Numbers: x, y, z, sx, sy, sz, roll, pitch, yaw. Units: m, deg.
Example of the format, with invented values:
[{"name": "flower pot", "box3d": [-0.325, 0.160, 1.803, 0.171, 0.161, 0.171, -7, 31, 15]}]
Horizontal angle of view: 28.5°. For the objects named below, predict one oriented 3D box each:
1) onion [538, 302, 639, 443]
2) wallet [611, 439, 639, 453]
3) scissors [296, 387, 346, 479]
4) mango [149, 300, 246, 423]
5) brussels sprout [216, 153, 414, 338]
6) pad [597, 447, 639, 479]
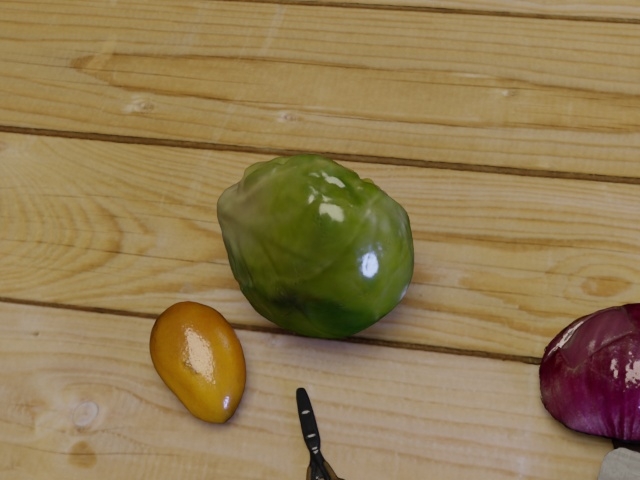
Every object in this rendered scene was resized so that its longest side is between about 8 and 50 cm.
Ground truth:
[{"name": "onion", "box3d": [0.458, 0.178, 1.947, 0.248, 0.111, 0.250, 9, 53, 24]}, {"name": "wallet", "box3d": [0.539, 0.332, 1.899, 0.182, 0.049, 0.229, -13, 56, 6]}, {"name": "scissors", "box3d": [-0.010, 0.331, 2.010, 0.088, 0.017, 0.220, -17, 57, 3]}, {"name": "mango", "box3d": [-0.196, 0.201, 2.073, 0.145, 0.112, 0.219, -25, 69, -7]}, {"name": "brussels sprout", "box3d": [0.000, 0.000, 2.055, 0.344, 0.344, 0.268, 38, 34, 27]}, {"name": "pad", "box3d": [0.482, 0.471, 1.784, 0.250, 0.055, 0.323, 15, 57, 20]}]
